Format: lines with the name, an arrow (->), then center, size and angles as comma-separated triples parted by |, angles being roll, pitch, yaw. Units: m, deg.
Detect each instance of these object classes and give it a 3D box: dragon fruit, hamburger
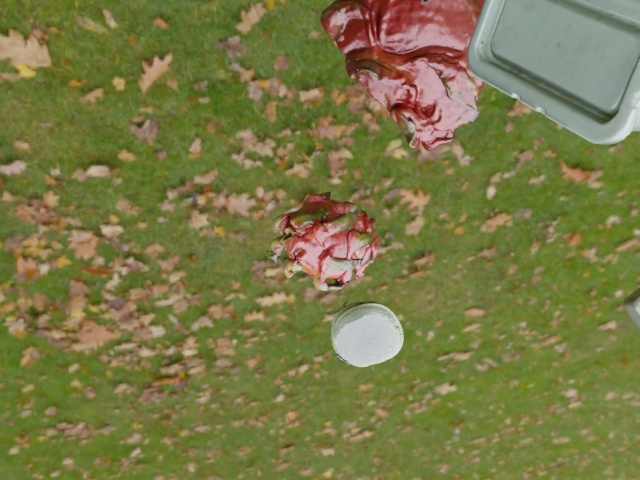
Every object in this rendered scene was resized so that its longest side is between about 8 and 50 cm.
dragon fruit -> 0.000, 0.000, 1.223 | 0.172, 0.160, 0.167 | 17, 148, -41
dragon fruit -> 0.182, -0.354, 1.362 | 0.228, 0.329, 0.286 | 4, 164, -41
hamburger -> 0.087, 0.179, 1.426 | 0.140, 0.062, 0.133 | -22, 106, 2

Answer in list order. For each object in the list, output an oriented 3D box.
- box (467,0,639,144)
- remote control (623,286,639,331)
box -> 0.376, -0.257, 0.996 | 0.183, 0.312, 0.175 | -2, 121, -30
remote control -> 0.491, 0.159, 0.875 | 0.123, 0.285, 0.038 | -31, 175, -5
